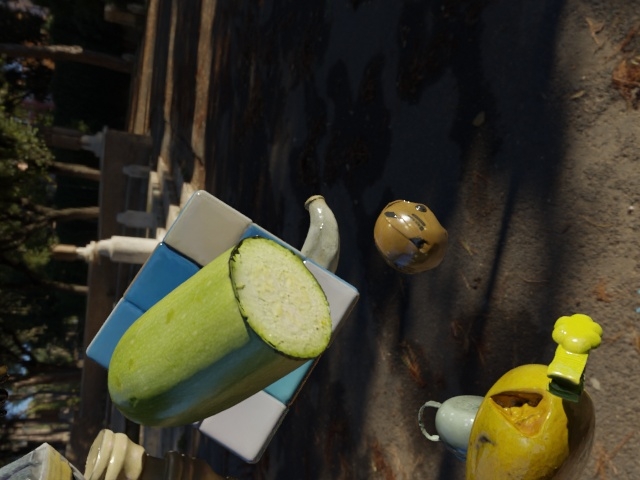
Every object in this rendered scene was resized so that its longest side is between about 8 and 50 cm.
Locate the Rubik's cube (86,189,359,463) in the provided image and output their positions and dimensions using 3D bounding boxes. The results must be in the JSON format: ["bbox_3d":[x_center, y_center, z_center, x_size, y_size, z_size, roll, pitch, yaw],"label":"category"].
[{"bbox_3d":[-0.166,0.158,1.014,0.347,0.346,0.344,-59,0,-9],"label":"Rubik's cube"}]

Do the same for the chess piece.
[{"bbox_3d":[-0.288,0.459,0.989,0.139,0.307,0.124,-43,31,46],"label":"chess piece"}]

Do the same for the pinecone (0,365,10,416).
[{"bbox_3d":[-0.518,0.160,0.611,0.246,0.292,0.246,-43,24,25],"label":"pinecone"}]

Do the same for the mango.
[{"bbox_3d":[0.372,0.406,0.938,0.182,0.252,0.365,17,93,44],"label":"mango"}]

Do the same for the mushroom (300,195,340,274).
[{"bbox_3d":[0.000,0.000,1.426,0.118,0.103,0.270,-1,70,27],"label":"mushroom"}]

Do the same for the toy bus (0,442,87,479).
[{"bbox_3d":[-0.355,0.342,0.452,0.138,0.342,0.097,56,170,-23],"label":"toy bus"}]

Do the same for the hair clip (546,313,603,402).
[{"bbox_3d":[0.383,0.166,0.787,0.072,0.173,0.046,14,126,33],"label":"hair clip"}]

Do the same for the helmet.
[{"bbox_3d":[0.235,-0.001,1.434,0.224,0.130,0.198,41,121,14],"label":"helmet"}]

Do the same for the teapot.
[{"bbox_3d":[0.374,0.458,1.244,0.294,0.193,0.130,2,92,33],"label":"teapot"}]

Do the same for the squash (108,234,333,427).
[{"bbox_3d":[-0.120,0.110,0.525,0.247,0.132,0.133,-34,47,26],"label":"squash"}]
